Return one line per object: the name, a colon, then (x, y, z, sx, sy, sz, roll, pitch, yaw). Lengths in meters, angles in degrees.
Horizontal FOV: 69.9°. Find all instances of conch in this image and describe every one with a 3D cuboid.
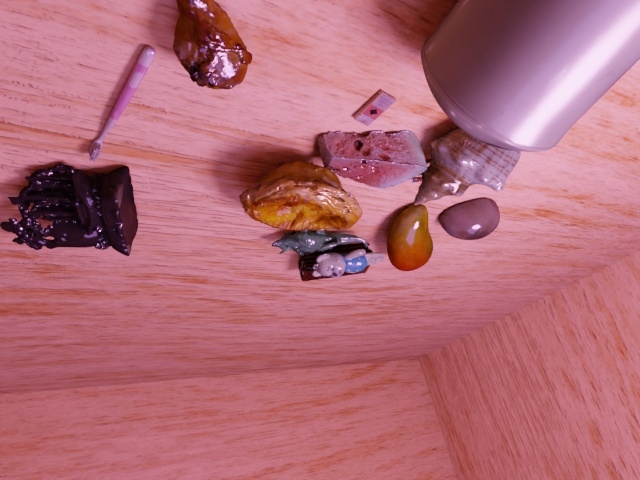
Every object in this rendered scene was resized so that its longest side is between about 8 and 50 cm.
conch: (0.385, -0.194, 1.064, 0.386, 0.169, 0.203, -25, 158, 20)

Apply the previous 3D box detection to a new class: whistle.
whistle: (0.089, 0.070, 1.412, 0.236, 0.077, 0.113, -6, 141, -20)

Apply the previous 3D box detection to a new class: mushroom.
mushroom: (0.473, -0.057, 1.436, 0.188, 0.117, 0.141, -10, 141, 3)

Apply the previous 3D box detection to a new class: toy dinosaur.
toy dinosaur: (0.002, -0.007, 1.338, 0.292, 0.079, 0.120, -8, 157, -9)

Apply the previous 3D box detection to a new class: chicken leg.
chicken leg: (-0.175, -0.327, 0.661, 0.107, 0.087, 0.251, -28, 148, -11)

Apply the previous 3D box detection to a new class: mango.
mango: (0.276, 0.005, 1.435, 0.146, 0.129, 0.289, -15, 144, 7)

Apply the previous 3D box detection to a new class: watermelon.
watermelon: (0.101, -0.188, 1.050, 0.241, 0.094, 0.154, 5, 157, -29)

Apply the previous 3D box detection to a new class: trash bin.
trash bin: (0.351, -0.337, 0.669, 0.281, 0.280, 0.432, 2, 146, -28)

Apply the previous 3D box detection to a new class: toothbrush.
toothbrush: (-0.355, -0.230, 0.806, 0.020, 0.025, 0.286, 12, 143, -40)

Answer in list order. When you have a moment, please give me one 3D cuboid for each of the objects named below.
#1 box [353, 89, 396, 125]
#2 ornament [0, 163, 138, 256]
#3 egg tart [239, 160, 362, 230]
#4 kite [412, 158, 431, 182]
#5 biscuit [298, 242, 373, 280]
box: (0.112, -0.274, 0.952, 0.046, 0.012, 0.083, 12, 142, -42)
ornament: (-0.538, -0.062, 0.975, 0.261, 0.106, 0.251, 4, 142, -14)
egg tart: (-0.042, -0.101, 1.052, 0.295, 0.116, 0.295, 3, 166, 1)
kite: (0.377, -0.196, 1.223, 0.286, 0.015, 0.152, -7, 149, -18)
biscuit: (0.053, 0.070, 1.509, 0.252, 0.070, 0.106, -7, 153, -14)
